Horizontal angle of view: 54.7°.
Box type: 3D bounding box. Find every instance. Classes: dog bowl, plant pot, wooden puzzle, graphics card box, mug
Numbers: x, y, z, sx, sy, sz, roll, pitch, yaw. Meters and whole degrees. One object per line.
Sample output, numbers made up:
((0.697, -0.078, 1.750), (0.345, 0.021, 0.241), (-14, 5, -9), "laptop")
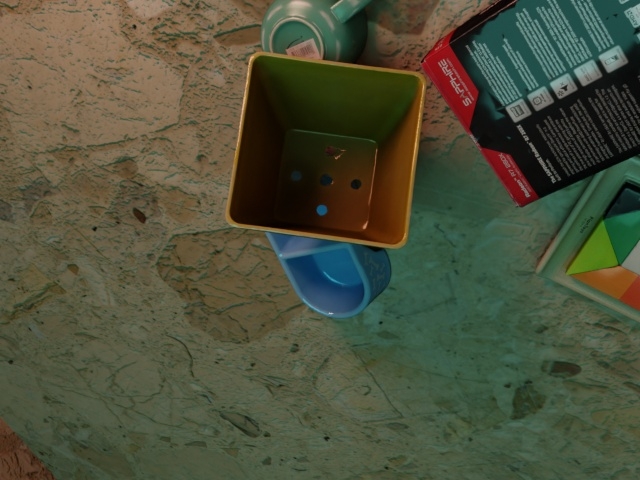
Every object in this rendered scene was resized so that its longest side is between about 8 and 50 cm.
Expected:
((0.000, 0.000, 0.998), (0.166, 0.074, 0.297), (-11, 116, 31), "dog bowl")
((0.007, -0.097, 0.811), (0.212, 0.187, 0.212), (8, 84, 0), "plant pot")
((0.442, 0.019, 0.822), (0.238, 0.044, 0.221), (24, 128, 8), "wooden puzzle")
((0.330, -0.215, 0.685), (0.371, 0.094, 0.233), (-28, 107, 37), "graphics card box")
((-0.009, -0.274, 0.800), (0.129, 0.097, 0.158), (26, 129, 7), "mug")
